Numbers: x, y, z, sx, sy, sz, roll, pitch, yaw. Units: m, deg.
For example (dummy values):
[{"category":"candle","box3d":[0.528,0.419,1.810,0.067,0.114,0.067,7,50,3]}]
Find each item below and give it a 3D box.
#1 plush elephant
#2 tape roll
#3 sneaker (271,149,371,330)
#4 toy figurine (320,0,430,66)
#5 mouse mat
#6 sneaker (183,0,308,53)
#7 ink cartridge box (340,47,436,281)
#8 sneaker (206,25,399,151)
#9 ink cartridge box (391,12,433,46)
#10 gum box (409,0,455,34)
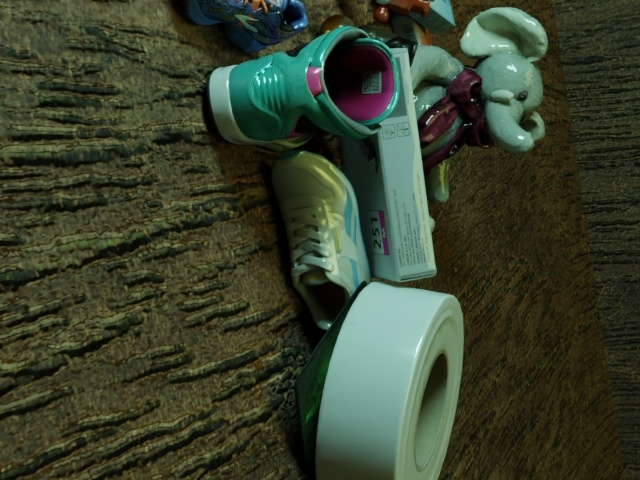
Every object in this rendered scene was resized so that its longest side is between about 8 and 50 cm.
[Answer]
[{"category":"plush elephant","box3d":[0.211,-0.187,1.810,0.272,0.255,0.330,68,23,-44]},{"category":"tape roll","box3d":[0.088,0.196,1.499,0.286,0.100,0.286,10,90,-72]},{"category":"sneaker","box3d":[0.000,0.000,1.466,0.092,0.087,0.229,-63,138,-52]},{"category":"toy figurine","box3d":[0.083,-0.353,1.649,0.213,0.148,0.209,108,1,-50]},{"category":"mouse mat","box3d":[0.018,0.156,1.461,0.190,0.007,0.153,-54,149,-44]},{"category":"sneaker","box3d":[-0.082,-0.266,1.347,0.221,0.087,0.083,12,71,-67]},{"category":"ink cartridge box","box3d":[0.056,-0.092,1.577,0.239,0.060,0.275,-176,-102,-69]},{"category":"sneaker","box3d":[0.009,-0.171,1.416,0.295,0.178,0.124,-22,104,-69]},{"category":"ink cartridge box","box3d":[0.171,-0.340,2.067,0.179,0.045,0.145,-65,142,-50]},{"category":"gum box","box3d":[0.138,-0.425,1.947,0.184,0.041,0.157,20,54,-56]}]
